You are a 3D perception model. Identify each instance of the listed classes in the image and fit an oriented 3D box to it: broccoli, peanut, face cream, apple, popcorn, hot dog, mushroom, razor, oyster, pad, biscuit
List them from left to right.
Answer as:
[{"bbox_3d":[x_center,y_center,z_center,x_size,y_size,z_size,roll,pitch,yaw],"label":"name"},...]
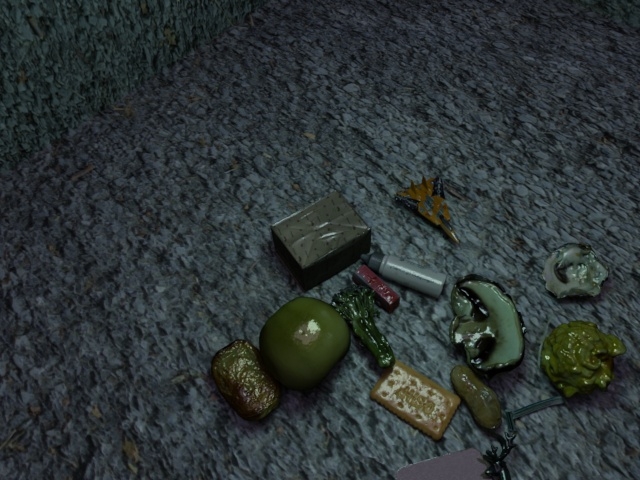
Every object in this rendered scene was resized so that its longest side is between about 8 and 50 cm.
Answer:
[{"bbox_3d":[-0.231,0.449,1.563,0.175,0.114,0.259,-30,64,-20],"label":"hot dog"},{"bbox_3d":[-0.050,0.315,1.546,0.254,0.292,0.292,44,68,6],"label":"apple"},{"bbox_3d":[0.153,0.282,1.609,0.165,0.145,0.304,-20,55,-13],"label":"broccoli"},{"bbox_3d":[0.287,0.109,1.755,0.312,0.092,0.092,21,61,18],"label":"face cream"},{"bbox_3d":[0.294,0.489,1.539,0.250,0.030,0.160,30,64,22],"label":"biscuit"},{"bbox_3d":[0.361,0.708,1.407,0.266,0.002,0.176,-14,57,-4],"label":"pad"},{"bbox_3d":[0.476,0.474,1.505,0.100,0.099,0.214,-27,53,-13],"label":"peanut"},{"bbox_3d":[0.523,0.284,1.596,0.248,0.130,0.344,-11,52,-6],"label":"mushroom"},{"bbox_3d":[0.645,0.509,1.495,0.191,0.037,0.068,-18,100,-11],"label":"razor"},{"bbox_3d":[0.871,0.110,1.713,0.223,0.083,0.214,-12,53,3],"label":"oyster"},{"bbox_3d":[0.792,0.360,1.494,0.217,0.181,0.235,5,70,3],"label":"popcorn"}]

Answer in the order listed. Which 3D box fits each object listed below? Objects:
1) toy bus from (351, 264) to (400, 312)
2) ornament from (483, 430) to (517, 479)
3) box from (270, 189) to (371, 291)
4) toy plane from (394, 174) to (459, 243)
[{"bbox_3d":[0.194,0.165,1.733,0.065,0.077,0.192,-37,63,-22],"label":"toy bus"},{"bbox_3d":[0.561,0.651,1.382,0.202,0.080,0.236,-6,56,2],"label":"ornament"},{"bbox_3d":[0.000,0.000,1.792,0.297,0.190,0.225,-31,61,-15],"label":"box"},{"bbox_3d":[0.439,-0.102,1.882,0.204,0.103,0.316,-23,65,-8],"label":"toy plane"}]
